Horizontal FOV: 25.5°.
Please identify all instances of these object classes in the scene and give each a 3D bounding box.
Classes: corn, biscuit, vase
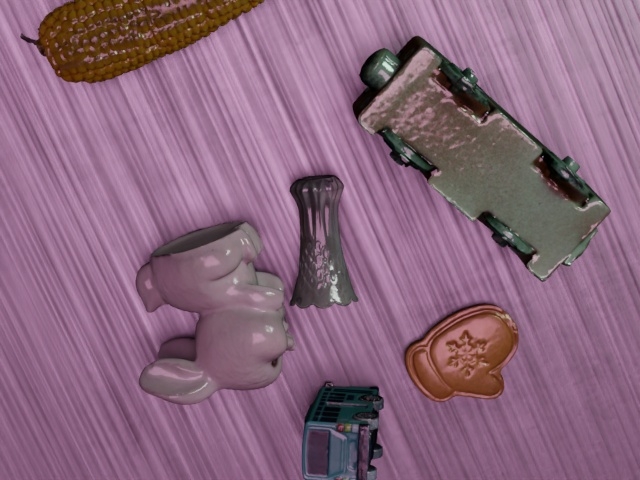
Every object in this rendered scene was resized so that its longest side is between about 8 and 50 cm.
[{"bbox_3d":[-0.177,-0.255,1.570,0.310,0.101,0.101,-22,100,0],"label":"corn"},{"bbox_3d":[0.178,0.142,1.686,0.140,0.023,0.118,-40,98,5],"label":"biscuit"},{"bbox_3d":[0.000,0.000,1.631,0.081,0.081,0.148,-4,97,-1],"label":"vase"}]

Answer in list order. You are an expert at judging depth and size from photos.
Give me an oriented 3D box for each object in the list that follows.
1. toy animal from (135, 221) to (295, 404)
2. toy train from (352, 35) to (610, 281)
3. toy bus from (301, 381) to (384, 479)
[{"bbox_3d":[-0.125,0.082,1.615,0.179,0.127,0.193,-9,101,2],"label":"toy animal"},{"bbox_3d":[0.173,-0.101,1.578,0.326,0.159,0.129,39,99,-11],"label":"toy train"},{"bbox_3d":[0.025,0.221,1.631,0.092,0.160,0.079,4,101,7],"label":"toy bus"}]
